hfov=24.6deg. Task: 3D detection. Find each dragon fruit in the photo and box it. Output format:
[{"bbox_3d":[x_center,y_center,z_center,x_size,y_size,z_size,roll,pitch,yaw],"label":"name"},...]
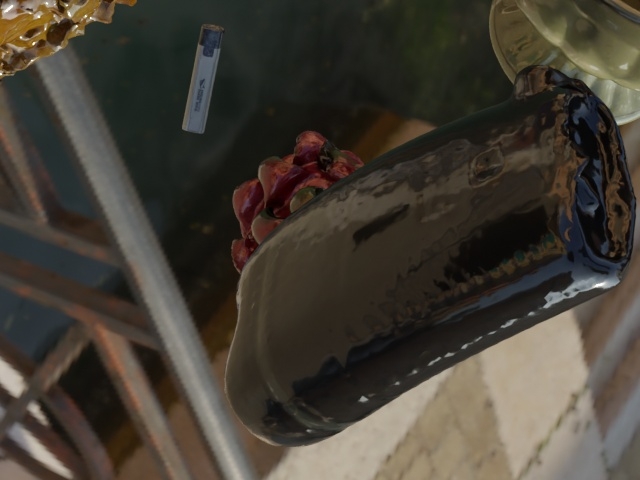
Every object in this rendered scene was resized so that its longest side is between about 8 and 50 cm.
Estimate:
[{"bbox_3d":[-0.007,-0.001,1.466,0.273,0.198,0.218,14,84,-64],"label":"dragon fruit"}]

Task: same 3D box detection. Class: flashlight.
[{"bbox_3d":[-0.090,-0.124,1.123,0.018,0.018,0.083,-96,-162,-69],"label":"flashlight"}]

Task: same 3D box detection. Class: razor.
[{"bbox_3d":[0.070,0.016,1.099,0.113,0.349,0.204,34,40,-31],"label":"razor"}]

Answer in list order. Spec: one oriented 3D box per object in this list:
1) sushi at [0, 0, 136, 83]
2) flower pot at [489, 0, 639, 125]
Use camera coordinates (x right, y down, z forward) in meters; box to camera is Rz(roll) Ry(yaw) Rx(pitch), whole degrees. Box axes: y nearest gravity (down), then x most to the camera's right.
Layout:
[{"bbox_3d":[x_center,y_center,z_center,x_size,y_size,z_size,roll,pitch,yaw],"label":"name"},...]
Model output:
[{"bbox_3d":[-0.212,-0.162,0.765,0.207,0.234,0.348,49,60,-13],"label":"sushi"},{"bbox_3d":[0.306,-0.262,1.508,0.307,0.307,0.244,-49,174,-29],"label":"flower pot"}]
